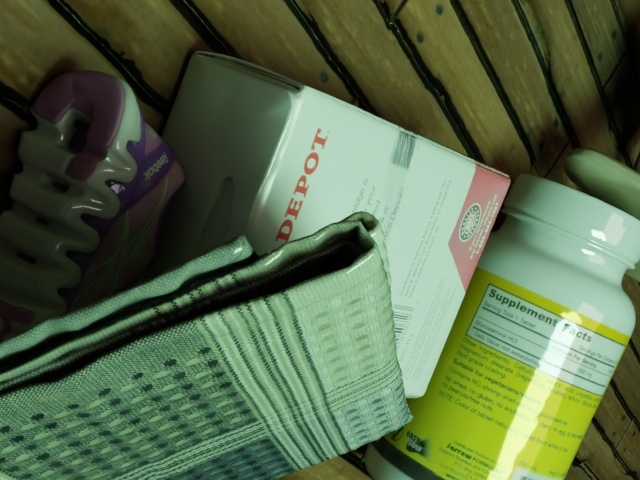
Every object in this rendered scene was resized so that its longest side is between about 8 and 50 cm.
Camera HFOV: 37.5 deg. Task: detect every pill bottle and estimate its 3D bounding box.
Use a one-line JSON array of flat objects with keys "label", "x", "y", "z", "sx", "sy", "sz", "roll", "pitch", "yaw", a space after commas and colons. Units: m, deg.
[{"label": "pill bottle", "x": 0.191, "y": 0.113, "z": 0.936, "sx": 0.188, "sy": 0.188, "sz": 0.334, "roll": 23, "pitch": 93, "yaw": -51}]

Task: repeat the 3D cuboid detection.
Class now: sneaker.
[{"label": "sneaker", "x": -0.156, "y": 0.020, "z": 0.580, "sx": 0.236, "sy": 0.095, "sz": 0.104, "roll": -63, "pitch": 149, "yaw": -3}]

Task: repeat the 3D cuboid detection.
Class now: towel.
[{"label": "towel", "x": -0.096, "y": 0.105, "z": 0.563, "sx": 0.312, "sy": 0.056, "sz": 0.324, "roll": -21, "pitch": 154, "yaw": -3}]

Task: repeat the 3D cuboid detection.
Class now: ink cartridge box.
[{"label": "ink cartridge box", "x": 0.000, "y": 0.000, "z": 0.715, "sx": 0.283, "sy": 0.117, "sz": 0.207, "roll": 15, "pitch": 100, "yaw": -51}]

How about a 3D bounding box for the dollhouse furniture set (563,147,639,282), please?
[{"label": "dollhouse furniture set", "x": 0.367, "y": -0.215, "z": 0.985, "sx": 0.362, "sy": 0.256, "sz": 0.394, "roll": -51, "pitch": 161, "yaw": -14}]
